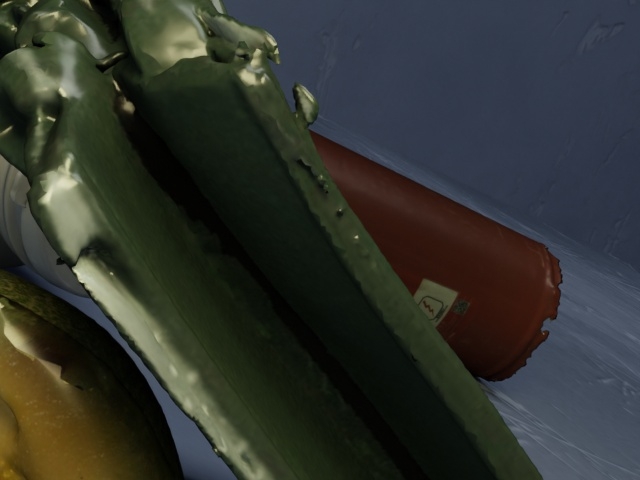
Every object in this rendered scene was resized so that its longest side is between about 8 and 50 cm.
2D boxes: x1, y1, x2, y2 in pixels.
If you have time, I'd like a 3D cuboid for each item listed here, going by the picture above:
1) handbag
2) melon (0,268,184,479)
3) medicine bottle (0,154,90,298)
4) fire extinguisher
[{"bbox_3d":[-0.017,0.022,0.566,0.260,0.079,0.247,57,-5,-26],"label":"handbag"},{"bbox_3d":[-0.095,0.043,0.534,0.160,0.079,0.128,27,8,-3],"label":"melon"},{"bbox_3d":[-0.149,-0.060,0.845,0.215,0.135,0.135,34,9,40],"label":"medicine bottle"},{"bbox_3d":[0.000,0.000,1.195,0.337,0.106,0.147,24,33,-24],"label":"fire extinguisher"}]
